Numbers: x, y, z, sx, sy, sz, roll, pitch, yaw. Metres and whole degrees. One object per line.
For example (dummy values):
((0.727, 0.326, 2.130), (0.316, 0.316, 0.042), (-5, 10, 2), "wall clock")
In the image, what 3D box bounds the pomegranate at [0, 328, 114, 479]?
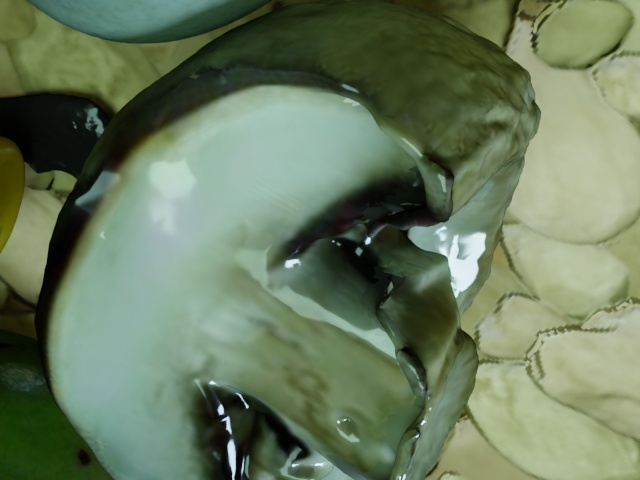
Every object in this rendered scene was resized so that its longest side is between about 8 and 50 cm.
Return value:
((-0.209, 0.124, 0.980), (0.225, 0.187, 0.187), (23, 127, -17), "pomegranate")

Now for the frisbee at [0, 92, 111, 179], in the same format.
((-0.212, -0.051, 0.997), (0.211, 0.012, 0.187), (31, 126, 4), "frisbee")

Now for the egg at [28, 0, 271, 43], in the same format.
((-0.051, -0.183, 0.759), (0.169, 0.169, 0.236), (36, 123, 0), "egg")

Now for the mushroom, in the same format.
((-0.008, 0.000, 0.853), (0.189, 0.164, 0.267), (20, 127, 15), "mushroom")

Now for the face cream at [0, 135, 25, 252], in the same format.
((-0.290, -0.057, 0.971), (0.273, 0.078, 0.078), (19, 124, 12), "face cream")
